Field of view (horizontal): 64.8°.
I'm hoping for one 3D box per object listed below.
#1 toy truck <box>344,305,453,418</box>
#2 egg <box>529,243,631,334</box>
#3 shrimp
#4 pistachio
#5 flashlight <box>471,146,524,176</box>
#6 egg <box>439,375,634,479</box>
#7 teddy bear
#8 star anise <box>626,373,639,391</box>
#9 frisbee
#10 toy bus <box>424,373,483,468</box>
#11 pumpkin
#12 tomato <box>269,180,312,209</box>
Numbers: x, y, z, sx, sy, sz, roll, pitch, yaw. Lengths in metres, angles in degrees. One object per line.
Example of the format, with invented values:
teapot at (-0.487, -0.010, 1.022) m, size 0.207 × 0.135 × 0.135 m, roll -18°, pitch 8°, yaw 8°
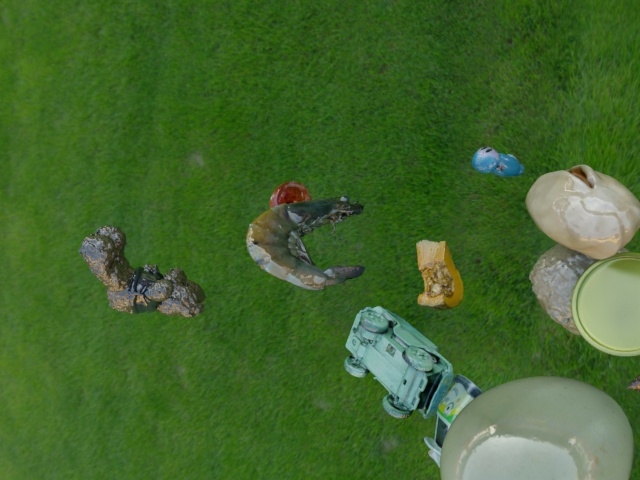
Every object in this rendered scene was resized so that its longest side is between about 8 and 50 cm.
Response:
toy truck at (0.176, 0.272, 1.160) m, size 0.279 × 0.156 × 0.155 m, roll 37°, pitch 116°, yaw 47°
egg at (0.710, 0.117, 1.323) m, size 0.310 × 0.279 × 0.279 m, roll 2°, pitch 94°, yaw 1°
shrimp at (0.000, 0.000, 0.731) m, size 0.150 × 0.217 × 0.051 m, roll 51°, pitch 142°, yaw 23°
pistachio at (0.601, -0.070, 1.179) m, size 0.193 × 0.318 × 0.214 m, roll -15°, pitch 101°, yaw 3°
flashlight at (0.344, -0.146, 0.976) m, size 0.051 × 0.129 × 0.051 m, roll -14°, pitch 72°, yaw 51°
egg at (0.270, 0.269, 0.631) m, size 0.253 × 0.188 × 0.189 m, roll -26°, pitch 78°, yaw -16°
teddy bear at (-0.340, 0.080, 0.952) m, size 0.251 × 0.182 × 0.129 m, roll 35°, pitch 97°, yaw -22°
star anise at (1.034, 0.376, 1.460) m, size 0.237 × 0.148 × 0.347 m, roll 10°, pitch 74°, yaw 26°
frisbee at (0.671, 0.140, 1.118) m, size 0.236 × 0.017 × 0.236 m, roll -31°, pitch 50°, yaw 46°
toy bus at (0.310, 0.368, 0.841) m, size 0.276 × 0.133 × 0.165 m, roll 38°, pitch 85°, yaw 9°
pumpkin at (0.410, 0.124, 1.737) m, size 0.131 × 0.126 × 0.248 m, roll -17°, pitch 61°, yaw 50°
tomato at (-0.098, -0.097, 1.534) m, size 0.091 × 0.139 × 0.159 m, roll -5°, pitch 115°, yaw 49°
